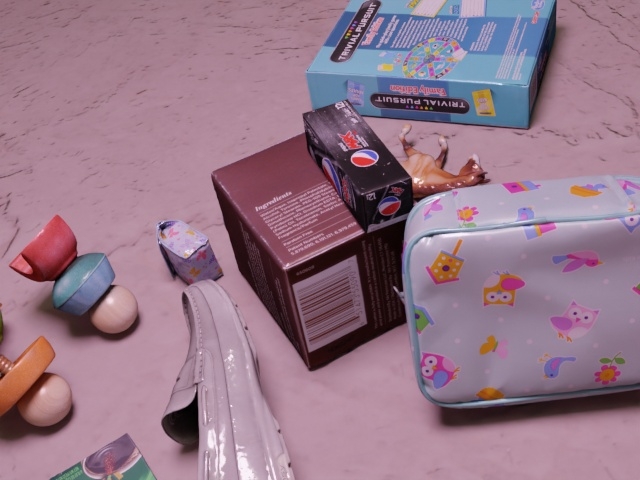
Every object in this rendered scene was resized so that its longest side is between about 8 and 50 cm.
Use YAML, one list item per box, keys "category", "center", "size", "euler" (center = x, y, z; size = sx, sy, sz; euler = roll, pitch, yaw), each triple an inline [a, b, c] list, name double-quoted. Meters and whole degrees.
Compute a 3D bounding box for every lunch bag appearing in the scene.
- category: "lunch bag"
  center: [-0.174, 0.017, 1.076]
  size: [0.053, 0.071, 0.083]
  euler: [-41, 52, -22]
- category: "lunch bag"
  center: [0.214, 0.057, 0.840]
  size: [0.279, 0.224, 0.108]
  euler: [-6, 26, 6]

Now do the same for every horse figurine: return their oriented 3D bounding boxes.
- category: "horse figurine"
  center: [0.084, -0.095, 1.142]
  size: [0.263, 0.066, 0.174]
  euler: [-7, 37, 2]

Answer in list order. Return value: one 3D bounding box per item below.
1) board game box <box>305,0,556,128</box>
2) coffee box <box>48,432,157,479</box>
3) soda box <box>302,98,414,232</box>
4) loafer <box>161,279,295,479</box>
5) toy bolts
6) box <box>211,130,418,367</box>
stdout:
- category: "board game box"
  center: [0.179, -0.292, 1.318]
  size: [0.336, 0.079, 0.254]
  euler: [8, 46, 21]
- category: "coffee box"
  center: [-0.193, 0.284, 0.818]
  size: [0.113, 0.040, 0.184]
  euler: [-29, 46, -18]
- category: "soda box"
  center: [0.037, -0.083, 0.897]
  size: [0.060, 0.053, 0.169]
  euler: [-20, 42, -11]
- category: "loafer"
  center: [-0.113, 0.166, 0.875]
  size: [0.111, 0.112, 0.319]
  euler: [-12, 42, -12]
- category: "toy bolts"
  center: [-0.336, 0.107, 1.010]
  size: [0.228, 0.158, 0.218]
  euler: [-53, 15, -24]
- category: "box"
  center: [0.000, 0.000, 0.981]
  size: [0.167, 0.168, 0.203]
  euler: [-26, 45, -15]
